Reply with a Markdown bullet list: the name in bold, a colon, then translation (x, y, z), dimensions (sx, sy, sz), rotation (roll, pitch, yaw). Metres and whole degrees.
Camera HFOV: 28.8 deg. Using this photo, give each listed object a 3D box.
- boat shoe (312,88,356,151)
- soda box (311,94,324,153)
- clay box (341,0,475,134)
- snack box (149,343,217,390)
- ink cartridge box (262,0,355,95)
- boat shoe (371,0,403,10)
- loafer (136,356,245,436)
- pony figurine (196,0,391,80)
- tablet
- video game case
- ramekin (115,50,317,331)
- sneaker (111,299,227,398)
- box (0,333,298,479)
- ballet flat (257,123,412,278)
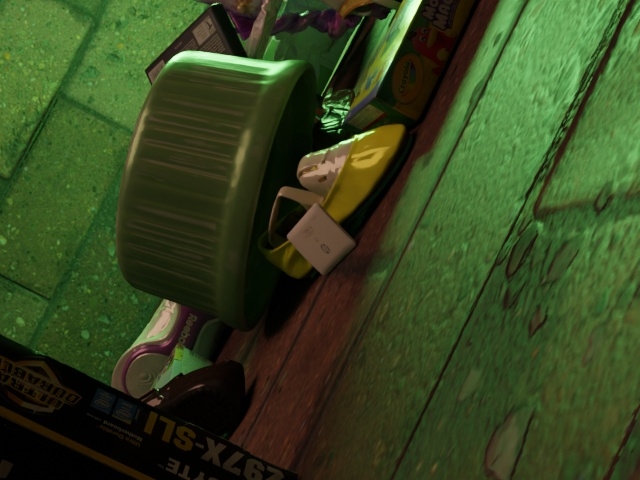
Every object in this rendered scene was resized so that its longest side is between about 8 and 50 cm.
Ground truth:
- **boat shoe**: translation (0.023, -0.127, 1.452), dimensions (0.056, 0.048, 0.153), rotation (-14, 27, 9)
- **soda box**: translation (-0.017, -0.152, 1.718), dimensions (0.060, 0.053, 0.169), rotation (-59, 9, 22)
- **clay box**: translation (0.101, -0.207, 1.205), dimensions (0.222, 0.053, 0.127), rotation (-65, 9, -13)
- **snack box**: translation (-0.190, 0.239, 1.488), dimensions (0.174, 0.070, 0.207), rotation (-60, 11, 10)
- **ink cartridge box**: translation (-0.013, -0.357, 1.987), dimensions (0.056, 0.171, 0.235), rotation (37, 101, 37)
- **boat shoe**: translation (0.094, -0.336, 1.441), dimensions (0.302, 0.114, 0.091), rotation (-83, 17, -65)
- **loafer**: translation (-0.153, 0.188, 1.326), dimensions (0.220, 0.080, 0.078), rotation (-25, 18, 34)
- **pony figurine**: translation (-0.084, -0.345, 1.751), dimensions (0.303, 0.363, 0.351), rotation (-49, -6, -45)
- **tablet**: translation (0.000, 0.000, 1.164), dimensions (0.006, 0.054, 0.083), rotation (-43, -2, -30)
- **video game case**: translation (-0.132, -0.155, 1.692), dimensions (0.026, 0.274, 0.196), rotation (-23, -5, -40)
- **ramekin**: translation (-0.113, -0.063, 1.374), dimensions (0.303, 0.148, 0.303), rotation (13, -90, -83)
- **sneaker**: translation (-0.177, 0.126, 1.720), dimensions (0.305, 0.114, 0.152), rotation (-56, -3, 15)
- **box**: translation (-0.203, 0.239, 0.946), dimensions (0.322, 0.257, 0.079), rotation (-55, 11, 36)
- **ballet flat**: translation (0.003, -0.041, 1.189), dimensions (0.231, 0.077, 0.077), rotation (-53, 13, 47)
